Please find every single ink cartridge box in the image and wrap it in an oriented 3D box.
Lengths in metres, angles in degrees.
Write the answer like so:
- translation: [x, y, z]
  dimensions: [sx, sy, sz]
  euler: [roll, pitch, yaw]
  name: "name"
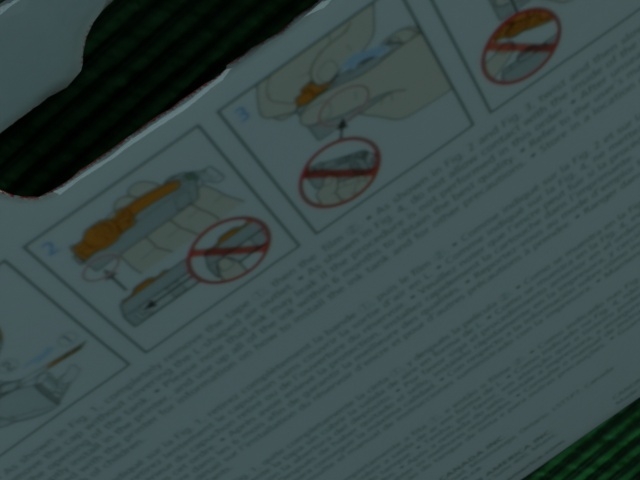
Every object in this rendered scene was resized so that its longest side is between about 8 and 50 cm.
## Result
- translation: [0.000, 0.000, 0.493]
  dimensions: [0.308, 0.091, 0.385]
  euler: [-35, 139, 3]
  name: "ink cartridge box"
